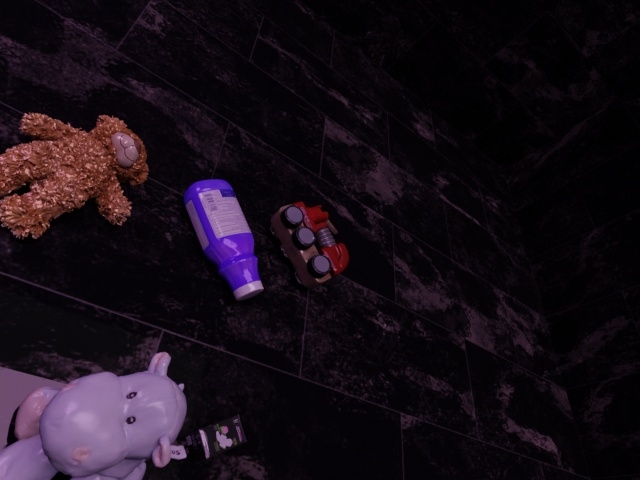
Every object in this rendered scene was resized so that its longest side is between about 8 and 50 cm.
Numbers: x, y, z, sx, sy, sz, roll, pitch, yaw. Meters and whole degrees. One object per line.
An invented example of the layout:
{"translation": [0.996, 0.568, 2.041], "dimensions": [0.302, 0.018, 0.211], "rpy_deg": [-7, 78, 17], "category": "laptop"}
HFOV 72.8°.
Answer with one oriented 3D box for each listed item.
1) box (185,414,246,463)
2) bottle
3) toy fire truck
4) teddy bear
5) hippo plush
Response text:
{"translation": [-0.190, 0.360, 0.788], "dimensions": [0.083, 0.062, 0.052], "rpy_deg": [-3, 63, -44], "category": "box"}
{"translation": [-0.214, -0.002, 0.997], "dimensions": [0.118, 0.092, 0.283], "rpy_deg": [-13, 72, -47], "category": "bottle"}
{"translation": [0.000, 0.000, 1.182], "dimensions": [0.246, 0.158, 0.217], "rpy_deg": [-22, 78, -39], "category": "toy fire truck"}
{"translation": [-0.471, -0.138, 0.835], "dimensions": [0.338, 0.113, 0.245], "rpy_deg": [-18, 78, -48], "category": "teddy bear"}
{"translation": [-0.284, 0.297, 0.607], "dimensions": [0.294, 0.236, 0.234], "rpy_deg": [13, 54, -38], "category": "hippo plush"}
